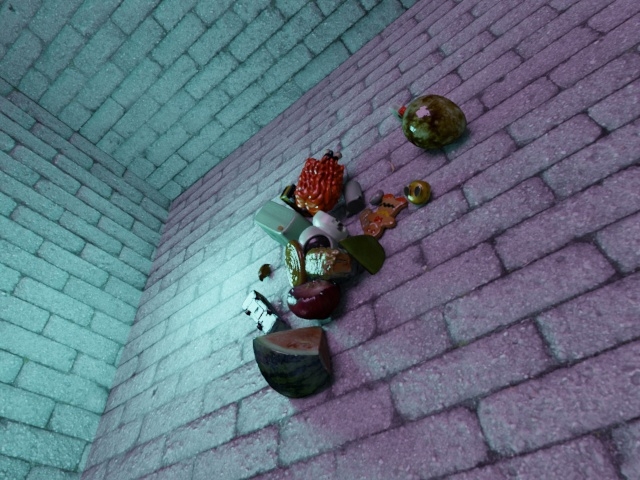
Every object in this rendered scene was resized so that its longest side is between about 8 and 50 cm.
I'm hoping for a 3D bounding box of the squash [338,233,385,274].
[{"bbox_3d":[0.168,0.003,1.670,0.093,0.252,0.169,-30,38,22],"label":"squash"}]

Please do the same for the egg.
[{"bbox_3d":[0.508,-0.527,1.830,0.289,0.238,0.238,25,75,30],"label":"egg"}]

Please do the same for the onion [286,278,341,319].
[{"bbox_3d":[-0.027,0.247,1.711,0.248,0.248,0.161,7,96,51],"label":"onion"}]

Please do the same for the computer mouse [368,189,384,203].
[{"bbox_3d":[0.270,-0.204,1.941,0.066,0.039,0.096,-60,8,-30],"label":"computer mouse"}]

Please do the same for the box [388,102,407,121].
[{"bbox_3d":[0.435,-0.668,2.162,0.048,0.100,0.152,-46,34,8],"label":"box"}]

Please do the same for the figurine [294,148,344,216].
[{"bbox_3d":[0.012,-0.303,2.101,0.306,0.241,0.412,-61,3,24],"label":"figurine"}]

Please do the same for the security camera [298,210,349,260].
[{"bbox_3d":[0.000,0.000,1.919,0.236,0.194,0.194,-52,34,-4],"label":"security camera"}]

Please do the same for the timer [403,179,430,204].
[{"bbox_3d":[0.426,-0.207,1.752,0.107,0.109,0.107,-6,82,50],"label":"timer"}]

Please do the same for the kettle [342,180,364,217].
[{"bbox_3d":[0.154,-0.209,2.033,0.126,0.098,0.148,-27,43,20],"label":"kettle"}]

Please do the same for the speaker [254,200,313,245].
[{"bbox_3d":[-0.191,-0.080,2.208,0.183,0.184,0.406,-53,34,-8],"label":"speaker"}]

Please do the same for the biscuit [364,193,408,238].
[{"bbox_3d":[0.279,-0.107,1.828,0.250,0.036,0.165,-52,37,-11],"label":"biscuit"}]

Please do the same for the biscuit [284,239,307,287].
[{"bbox_3d":[-0.122,0.126,1.917,0.262,0.037,0.262,173,90,-69],"label":"biscuit"}]

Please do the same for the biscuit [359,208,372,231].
[{"bbox_3d":[0.218,-0.097,1.918,0.071,0.018,0.147,-33,37,22],"label":"biscuit"}]

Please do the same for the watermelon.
[{"bbox_3d":[-0.097,0.424,1.566,0.283,0.250,0.293,-17,48,30],"label":"watermelon"}]

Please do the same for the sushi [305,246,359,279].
[{"bbox_3d":[0.043,0.096,1.746,0.274,0.184,0.139,4,89,54],"label":"sushi"}]

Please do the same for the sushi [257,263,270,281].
[{"bbox_3d":[-0.302,0.168,2.209,0.052,0.055,0.120,-44,22,26],"label":"sushi"}]

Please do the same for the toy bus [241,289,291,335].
[{"bbox_3d":[-0.254,0.351,1.909,0.112,0.138,0.317,-55,36,0],"label":"toy bus"}]

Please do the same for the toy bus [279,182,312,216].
[{"bbox_3d":[-0.118,-0.214,2.251,0.114,0.201,0.098,-2,56,57],"label":"toy bus"}]
